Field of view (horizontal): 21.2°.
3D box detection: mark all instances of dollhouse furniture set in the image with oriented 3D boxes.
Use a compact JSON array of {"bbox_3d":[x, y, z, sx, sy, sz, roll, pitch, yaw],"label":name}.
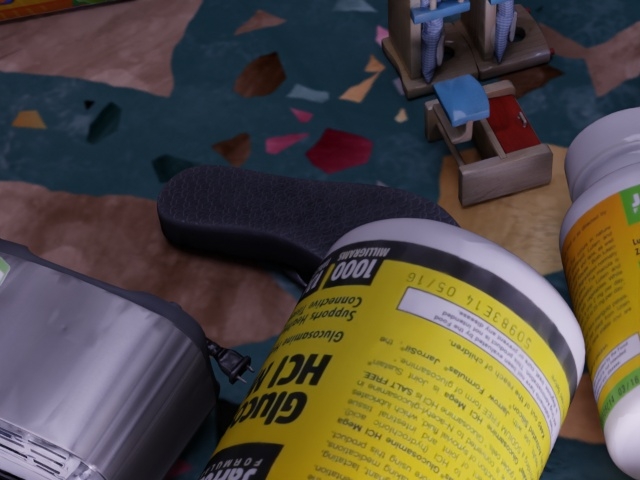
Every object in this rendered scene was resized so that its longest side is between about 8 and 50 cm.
[{"bbox_3d":[0.136,-0.149,1.313,0.129,0.129,0.183,-16,52,-9],"label":"dollhouse furniture set"}]

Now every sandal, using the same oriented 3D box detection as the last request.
[{"bbox_3d":[0.000,-0.001,1.262,0.254,0.054,0.097,16,47,27],"label":"sandal"}]

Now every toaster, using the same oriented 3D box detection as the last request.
[{"bbox_3d":[-0.172,0.106,1.134,0.227,0.129,0.146,20,59,20],"label":"toaster"}]

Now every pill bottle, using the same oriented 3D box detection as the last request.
[{"bbox_3d":[0.022,0.163,1.037,0.188,0.188,0.334,18,55,17],"label":"pill bottle"},{"bbox_3d":[0.238,0.031,1.160,0.136,0.136,0.245,-6,52,-2],"label":"pill bottle"}]

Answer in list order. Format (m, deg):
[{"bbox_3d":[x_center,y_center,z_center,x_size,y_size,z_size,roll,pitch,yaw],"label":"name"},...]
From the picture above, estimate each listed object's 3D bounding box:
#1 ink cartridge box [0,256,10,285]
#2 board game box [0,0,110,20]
[{"bbox_3d":[-0.306,0.053,1.116,0.209,0.062,0.109,-10,44,42],"label":"ink cartridge box"},{"bbox_3d":[-0.370,-0.415,1.409,0.356,0.356,0.356,-11,52,-6],"label":"board game box"}]
